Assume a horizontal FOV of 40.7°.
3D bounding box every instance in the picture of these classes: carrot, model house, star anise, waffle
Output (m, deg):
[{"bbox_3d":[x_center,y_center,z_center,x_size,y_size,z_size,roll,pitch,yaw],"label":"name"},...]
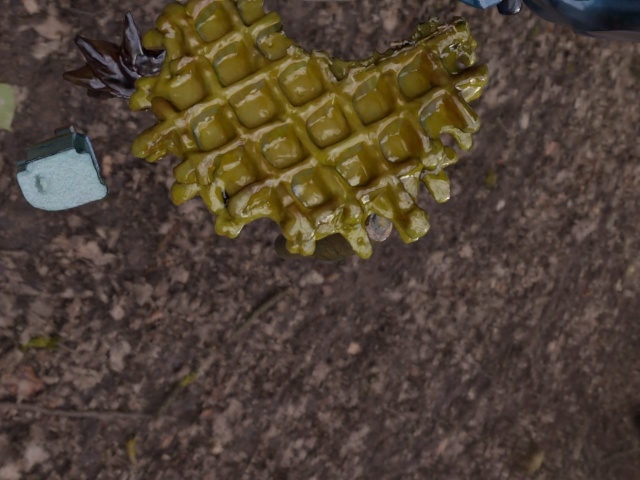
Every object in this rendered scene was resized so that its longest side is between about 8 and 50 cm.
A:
[{"bbox_3d":[0.000,-0.001,1.244,0.070,0.342,0.070,3,82,-25],"label":"carrot"},{"bbox_3d":[-0.475,-0.143,1.588,0.148,0.149,0.119,-17,127,-2],"label":"model house"},{"bbox_3d":[-0.331,-0.302,1.563,0.272,0.272,0.103,24,48,-57],"label":"star anise"},{"bbox_3d":[-0.015,-0.117,0.712,0.069,0.292,0.260,104,6,-75],"label":"waffle"}]

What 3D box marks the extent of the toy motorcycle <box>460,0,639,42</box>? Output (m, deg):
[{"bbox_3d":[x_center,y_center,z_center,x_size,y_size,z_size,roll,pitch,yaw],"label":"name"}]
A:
[{"bbox_3d":[0.236,-0.228,0.615,0.416,0.232,0.172,-13,116,-37],"label":"toy motorcycle"}]
